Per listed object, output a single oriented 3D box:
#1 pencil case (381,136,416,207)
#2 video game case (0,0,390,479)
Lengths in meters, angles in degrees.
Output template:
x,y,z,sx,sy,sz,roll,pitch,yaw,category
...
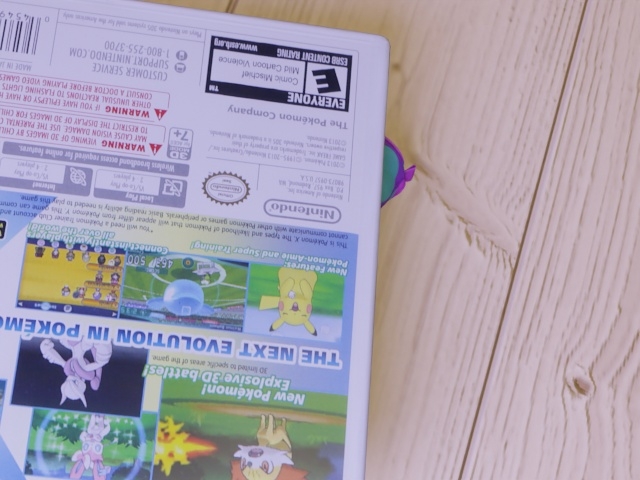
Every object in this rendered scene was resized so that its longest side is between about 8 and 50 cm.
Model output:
x,y,z,sx,sy,sz,roll,pitch,yaw,category
0.000,0.000,0.788,0.070,0.064,0.152,24,64,4,pencil case
-0.131,0.001,0.707,0.328,0.036,0.300,7,69,-7,video game case
